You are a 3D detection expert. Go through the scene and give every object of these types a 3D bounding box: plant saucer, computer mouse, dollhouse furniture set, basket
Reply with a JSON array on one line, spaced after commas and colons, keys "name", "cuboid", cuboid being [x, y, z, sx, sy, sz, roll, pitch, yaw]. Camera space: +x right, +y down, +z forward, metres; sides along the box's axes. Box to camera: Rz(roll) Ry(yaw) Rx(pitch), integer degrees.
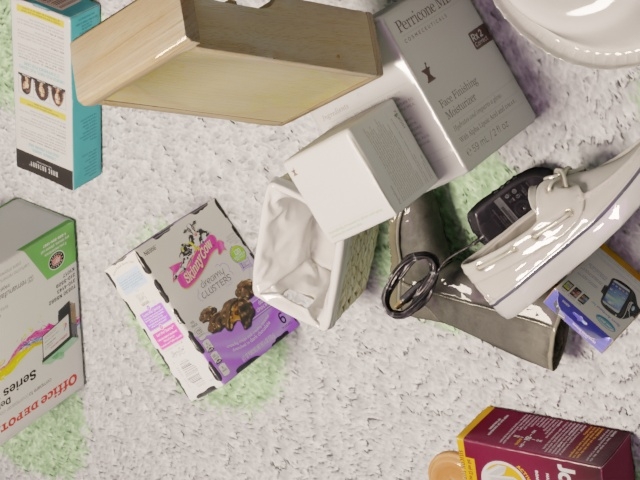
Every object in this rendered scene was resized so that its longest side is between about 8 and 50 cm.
[{"name": "plant saucer", "cuboid": [0.167, 0.296, 2.097, 0.083, 0.013, 0.083, 18, 125, 28]}, {"name": "computer mouse", "cuboid": [0.163, 0.002, 1.855, 0.242, 0.041, 0.071, -36, 102, 14]}, {"name": "dollhouse furniture set", "cuboid": [-0.114, -0.332, 1.691, 0.362, 0.256, 0.394, -23, 72, 43]}, {"name": "basket", "cuboid": [0.000, 0.000, 1.996, 0.113, 0.103, 0.167, 27, 129, 23]}]

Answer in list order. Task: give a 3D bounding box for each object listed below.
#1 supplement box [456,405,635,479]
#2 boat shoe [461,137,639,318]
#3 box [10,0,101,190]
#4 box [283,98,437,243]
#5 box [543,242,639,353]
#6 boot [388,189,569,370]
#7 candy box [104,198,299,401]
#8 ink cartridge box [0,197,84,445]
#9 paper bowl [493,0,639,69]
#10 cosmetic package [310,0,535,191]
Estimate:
[{"name": "supplement box", "cuboid": [0.259, 0.266, 1.961, 0.188, 0.081, 0.104, 7, 118, 35]}, {"name": "boat shoe", "cuboid": [0.252, -0.031, 1.761, 0.088, 0.096, 0.267, 43, 123, -3]}, {"name": "box", "cuboid": [-0.333, -0.193, 2.173, 0.100, 0.060, 0.244, 23, 126, 27]}, {"name": "box", "cuboid": [0.041, -0.069, 1.725, 0.101, 0.087, 0.102, -24, 99, 43]}, {"name": "box", "cuboid": [0.290, 0.062, 1.783, 0.081, 0.136, 0.028, 42, 133, 11]}, {"name": "boot", "cuboid": [0.179, 0.037, 1.900, 0.208, 0.076, 0.190, 19, 128, 32]}, {"name": "candy box", "cuboid": [-0.144, 0.071, 2.105, 0.070, 0.165, 0.196, -31, 94, 43]}, {"name": "ink cartridge box", "cuboid": [-0.432, 0.115, 2.327, 0.117, 0.201, 0.278, 20, 125, 29]}, {"name": "paper bowl", "cuboid": [0.259, -0.296, 1.568, 0.284, 0.148, 0.284, 16, 115, 36]}, {"name": "cosmetic package", "cuboid": [0.096, -0.154, 1.800, 0.151, 0.151, 0.184, -23, 100, 44]}]
